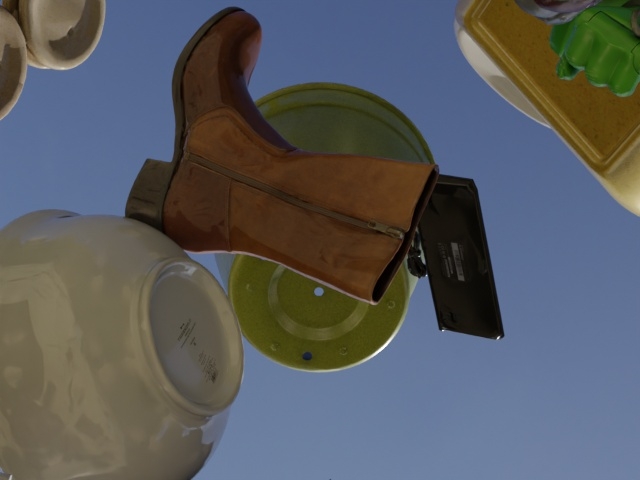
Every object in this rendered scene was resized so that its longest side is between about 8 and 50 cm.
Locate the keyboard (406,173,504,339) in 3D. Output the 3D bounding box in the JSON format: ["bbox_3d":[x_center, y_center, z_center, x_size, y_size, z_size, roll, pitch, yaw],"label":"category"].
[{"bbox_3d":[0.129,0.015,1.211,0.108,0.023,0.180,8,-58,39],"label":"keyboard"}]

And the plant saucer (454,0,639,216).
[{"bbox_3d":[0.293,-0.230,1.216,0.333,0.081,0.332,52,-42,17],"label":"plant saucer"}]

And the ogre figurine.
[{"bbox_3d":[0.105,-0.123,0.497,0.197,0.118,0.096,35,-63,51],"label":"ogre figurine"}]

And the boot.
[{"bbox_3d":[-0.024,-0.092,1.149,0.281,0.264,0.096,13,-24,26],"label":"boot"}]

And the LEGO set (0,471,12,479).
[{"bbox_3d":[-0.164,0.238,0.509,0.060,0.182,0.244,19,-47,-4],"label":"LEGO set"}]

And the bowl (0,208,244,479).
[{"bbox_3d":[-0.161,0.098,1.062,0.134,0.298,0.297,-18,-84,27],"label":"bowl"}]

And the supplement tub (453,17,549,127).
[{"bbox_3d":[0.344,-0.316,1.507,0.228,0.316,0.228,41,-5,4],"label":"supplement tub"}]

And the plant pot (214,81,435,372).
[{"bbox_3d":[0.000,0.000,1.703,0.367,0.353,0.366,0,-67,0],"label":"plant pot"}]

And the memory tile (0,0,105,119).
[{"bbox_3d":[-0.108,-0.095,0.310,0.012,0.113,0.148,12,-50,28],"label":"memory tile"}]

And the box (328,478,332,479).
[{"bbox_3d":[-0.124,0.314,1.102,0.293,0.296,0.073,54,15,-81],"label":"box"}]
